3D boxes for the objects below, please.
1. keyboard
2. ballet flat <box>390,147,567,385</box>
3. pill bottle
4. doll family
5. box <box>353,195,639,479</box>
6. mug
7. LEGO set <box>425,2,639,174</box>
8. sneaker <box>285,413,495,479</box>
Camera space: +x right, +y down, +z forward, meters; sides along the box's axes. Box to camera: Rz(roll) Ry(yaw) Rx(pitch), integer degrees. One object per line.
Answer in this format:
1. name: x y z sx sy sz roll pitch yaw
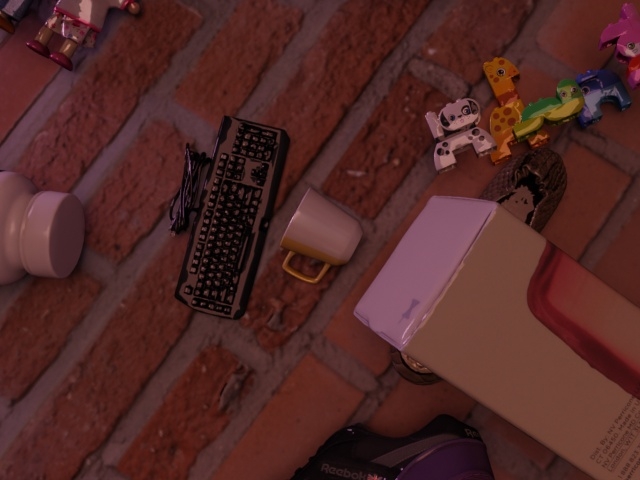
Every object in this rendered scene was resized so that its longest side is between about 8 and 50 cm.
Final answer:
1. keyboard: -0.099 -0.027 0.780 0.100 0.038 0.192 13 82 7
2. ballet flat: 0.144 0.021 0.741 0.084 0.058 0.249 35 86 9
3. pill bottle: -0.327 -0.016 0.762 0.194 0.108 0.108 8 83 6
4. doll family: -0.302 -0.294 0.794 0.263 0.118 0.163 28 85 8
5. box: 0.165 0.080 0.650 0.232 0.148 0.126 35 88 -13
6. mug: 0.002 -0.004 0.765 0.064 0.078 0.062 27 52 0
7. LEGO set: 0.197 -0.141 0.749 0.227 0.087 0.093 -23 78 8
8. sneaker: 0.014 0.231 0.719 0.283 0.107 0.124 -14 49 12
